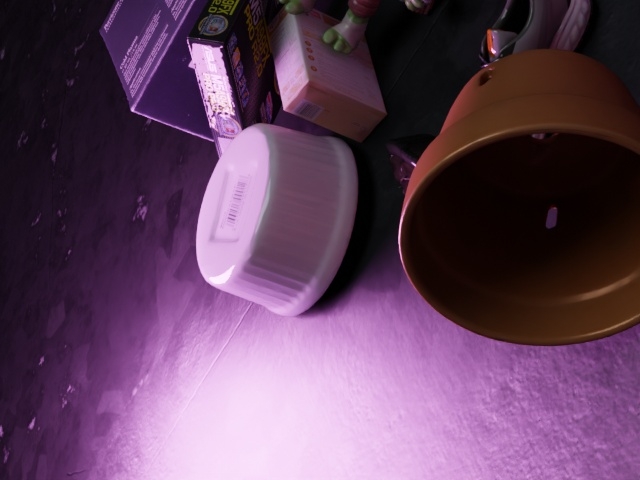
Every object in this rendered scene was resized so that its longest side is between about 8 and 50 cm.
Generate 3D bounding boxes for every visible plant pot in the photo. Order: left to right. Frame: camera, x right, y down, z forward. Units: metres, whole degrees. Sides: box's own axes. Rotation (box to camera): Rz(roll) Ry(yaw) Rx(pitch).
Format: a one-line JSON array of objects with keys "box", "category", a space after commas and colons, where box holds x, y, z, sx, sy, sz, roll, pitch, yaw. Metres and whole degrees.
[{"box": [0.230, -0.061, 1.303, 0.291, 0.291, 0.203, -45, 24, 36], "category": "plant pot"}]

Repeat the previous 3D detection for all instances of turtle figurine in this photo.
[{"box": [0.054, -0.383, 1.724, 0.266, 0.198, 0.274, -51, 32, 34], "category": "turtle figurine"}]

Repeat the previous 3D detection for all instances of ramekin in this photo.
[{"box": [-0.072, -0.037, 1.840, 0.277, 0.135, 0.277, -39, 42, 48], "category": "ramekin"}]

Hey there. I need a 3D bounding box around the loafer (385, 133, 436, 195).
[{"box": [0.140, -0.089, 1.607, 0.220, 0.080, 0.078, -122, 21, -78], "category": "loafer"}]

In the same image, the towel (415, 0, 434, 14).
[{"box": [0.200, -0.507, 1.790, 0.329, 0.037, 0.237, -51, 37, 29], "category": "towel"}]

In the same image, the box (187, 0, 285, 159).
[{"box": [-0.113, -0.279, 1.912, 0.270, 0.060, 0.216, 80, -153, -51], "category": "box"}]

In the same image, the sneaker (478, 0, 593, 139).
[{"box": [0.225, -0.191, 1.514, 0.100, 0.108, 0.271, 29, 102, 57], "category": "sneaker"}]

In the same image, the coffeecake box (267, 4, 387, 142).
[{"box": [0.008, -0.250, 1.846, 0.068, 0.142, 0.185, -46, 39, 34], "category": "coffeecake box"}]

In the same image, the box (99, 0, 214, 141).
[{"box": [-0.217, -0.414, 2.246, 0.343, 0.179, 0.312, -56, 36, 22], "category": "box"}]
